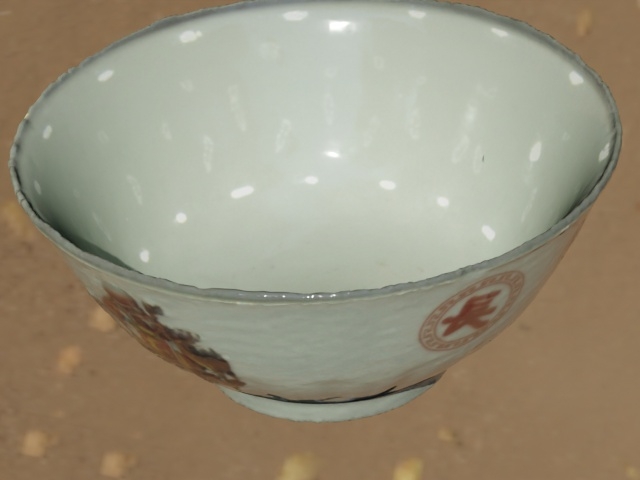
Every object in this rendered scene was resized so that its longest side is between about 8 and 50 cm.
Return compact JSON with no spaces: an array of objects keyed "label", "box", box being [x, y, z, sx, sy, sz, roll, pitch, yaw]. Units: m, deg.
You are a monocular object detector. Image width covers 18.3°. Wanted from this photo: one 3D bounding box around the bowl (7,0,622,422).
[{"label":"bowl","box":[0.000,0.000,1.124,0.337,0.337,0.158,-27,129,-33]}]
